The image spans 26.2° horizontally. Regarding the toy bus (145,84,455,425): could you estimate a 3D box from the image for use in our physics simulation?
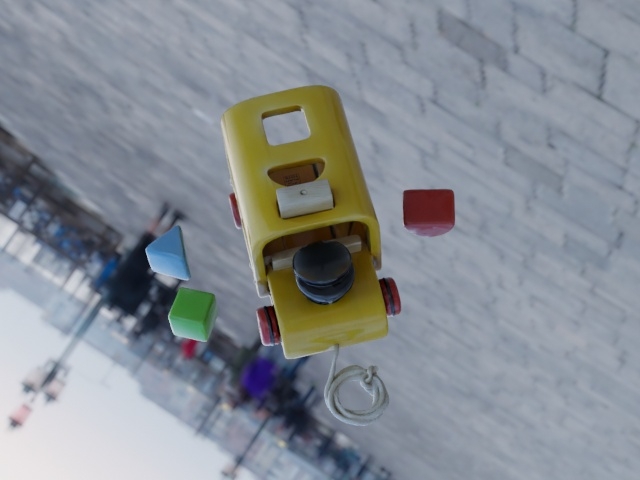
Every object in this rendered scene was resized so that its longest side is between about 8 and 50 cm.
[{"bbox_3d":[-0.008,-0.008,0.936,0.202,0.191,0.104,25,153,19],"label":"toy bus"}]
